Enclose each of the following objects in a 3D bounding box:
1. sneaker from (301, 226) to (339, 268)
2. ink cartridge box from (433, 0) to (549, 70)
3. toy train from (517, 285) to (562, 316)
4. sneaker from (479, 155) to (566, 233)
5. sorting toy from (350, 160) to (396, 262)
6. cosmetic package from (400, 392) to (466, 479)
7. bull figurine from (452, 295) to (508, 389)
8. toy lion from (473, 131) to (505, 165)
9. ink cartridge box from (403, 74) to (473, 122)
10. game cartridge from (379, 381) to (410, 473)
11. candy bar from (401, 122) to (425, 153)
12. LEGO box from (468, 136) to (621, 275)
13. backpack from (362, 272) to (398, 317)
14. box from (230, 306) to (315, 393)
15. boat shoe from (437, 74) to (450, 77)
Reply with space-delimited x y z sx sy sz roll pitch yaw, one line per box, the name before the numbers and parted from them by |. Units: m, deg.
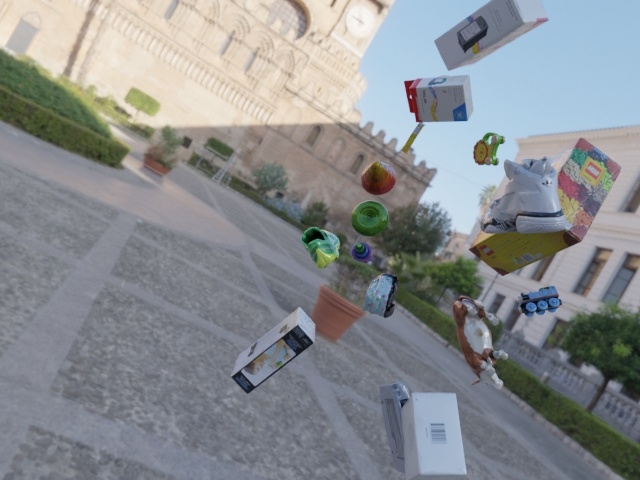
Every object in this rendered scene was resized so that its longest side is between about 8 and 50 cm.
sneaker | 0.000 0.000 1.777 0.123 0.109 0.295 58 3 -14
ink cartridge box | 0.587 -0.728 1.779 0.306 0.226 0.131 -24 -88 48
toy train | 0.938 0.262 2.216 0.080 0.184 0.105 74 4 -53
sneaker | 0.579 -0.126 1.505 0.138 0.210 0.366 -2 1 -8
sorting toy | 0.161 -0.113 1.679 0.127 0.365 0.126 10 -16 13
cosmetic package | 0.331 0.597 1.550 0.138 0.224 0.224 1 -30 -2
bull figurine | 0.491 0.322 1.586 0.188 0.101 0.310 130 -59 -78
toy lion | 0.463 -0.255 1.438 0.034 0.100 0.096 -3 29 -21
ink cartridge box | 0.388 -0.476 1.745 0.231 0.078 0.134 6 -47 32
game cartridge | 0.275 0.644 1.781 0.062 0.297 0.198 -8 -15 -10
candy bar | 0.423 -0.470 2.347 0.018 0.161 0.040 9 31 -44
LEGO box | 0.851 -0.109 2.005 0.193 0.372 0.500 38 -22 1
backpack | 0.232 0.222 1.991 0.115 0.151 0.182 8 24 15
box | -0.156 0.367 1.734 0.087 0.290 0.169 50 7 -10
boat shoe | 0.507 -0.584 2.198 0.116 0.099 0.319 -14 -13 2
